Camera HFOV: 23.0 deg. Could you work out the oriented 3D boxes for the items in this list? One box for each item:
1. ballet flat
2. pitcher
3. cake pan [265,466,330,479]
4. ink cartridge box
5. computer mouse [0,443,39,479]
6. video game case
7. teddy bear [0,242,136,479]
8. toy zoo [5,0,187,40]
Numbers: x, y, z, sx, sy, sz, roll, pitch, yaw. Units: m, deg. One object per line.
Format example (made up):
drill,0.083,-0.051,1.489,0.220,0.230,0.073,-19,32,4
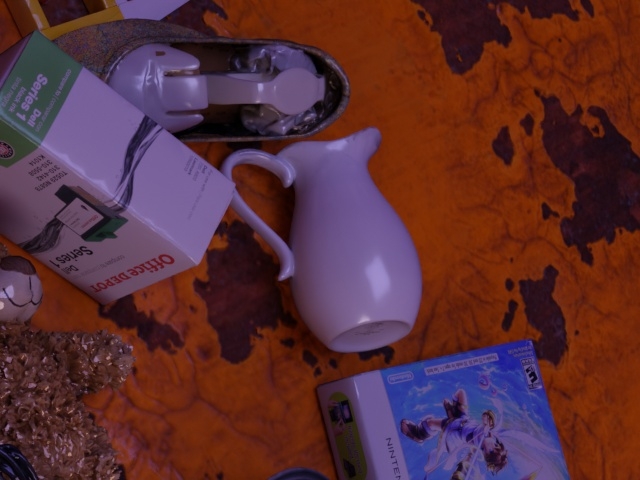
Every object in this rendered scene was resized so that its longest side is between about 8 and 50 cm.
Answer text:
ballet flat,-0.111,-0.139,1.436,0.348,0.123,0.123,-6,78,-42
pitcher,0.000,0.000,1.504,0.178,0.125,0.207,-5,66,-20
cake pan,-0.013,0.339,1.315,0.293,0.054,0.293,-10,102,-61
ink cartridge box,-0.206,-0.053,1.306,0.219,0.160,0.092,38,55,-24
computer mouse,-0.284,0.280,1.139,0.262,0.060,0.184,-38,104,-8
video game case,0.139,0.237,1.563,0.269,0.061,0.244,-8,81,-42
teddy bear,-0.237,0.143,1.243,0.245,0.113,0.338,5,72,-42
toy zoo,-0.231,-0.291,1.457,0.192,0.030,0.293,-27,93,-43
